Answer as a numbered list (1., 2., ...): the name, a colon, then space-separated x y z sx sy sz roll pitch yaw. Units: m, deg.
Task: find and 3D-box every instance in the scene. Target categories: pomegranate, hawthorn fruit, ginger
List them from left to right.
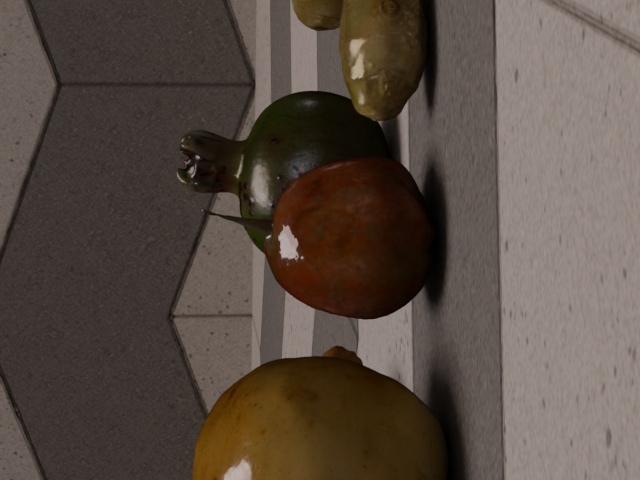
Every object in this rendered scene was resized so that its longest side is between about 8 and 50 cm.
1. pomegranate: -0.026 -0.076 1.710 0.179 0.210 0.179 -51 -9 -11
2. pomegranate: -0.002 0.203 1.418 0.233 0.233 0.233 180 90 -83
3. hawthorn fruit: 0.015 -0.001 1.475 0.149 0.189 0.149 -1 -90 -67
4. ginger: 0.040 -0.325 1.558 0.363 0.122 0.348 -91 5 -68
